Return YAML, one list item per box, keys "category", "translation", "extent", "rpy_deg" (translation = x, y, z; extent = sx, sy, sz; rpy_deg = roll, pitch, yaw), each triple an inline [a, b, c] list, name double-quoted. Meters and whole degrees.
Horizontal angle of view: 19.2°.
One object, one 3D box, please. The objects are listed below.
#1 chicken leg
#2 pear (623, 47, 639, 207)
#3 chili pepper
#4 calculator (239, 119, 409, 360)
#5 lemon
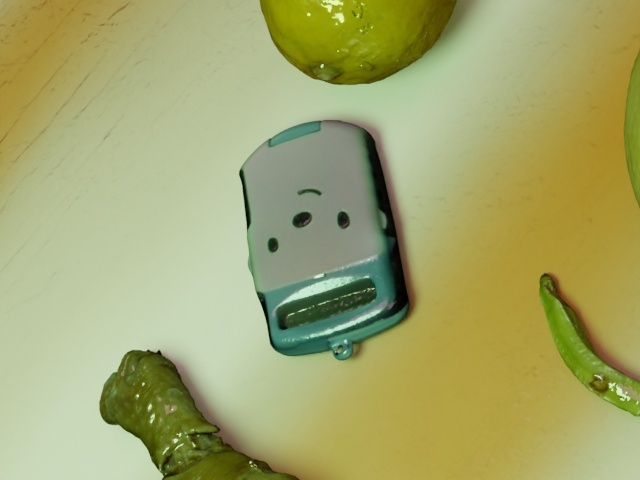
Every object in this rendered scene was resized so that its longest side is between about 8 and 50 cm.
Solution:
- category: "chicken leg"
  translation: [-0.128, 0.268, 2.004]
  extent: [0.201, 0.152, 0.429]
  rpy_deg: [-43, 51, 11]
- category: "pear"
  translation: [0.455, -0.103, 1.796]
  extent: [0.348, 0.348, 0.348]
  rpy_deg: [-9, 66, 20]
- category: "chili pepper"
  translation: [0.273, 0.115, 1.950]
  extent: [0.049, 0.043, 0.208]
  rpy_deg: [-49, 58, 13]
- category: "calculator"
  translation: [0.000, 0.000, 2.108]
  extent: [0.173, 0.051, 0.293]
  rpy_deg: [-18, 63, 14]
- category: "lemon"
  translation: [0.044, -0.301, 2.111]
  extent: [0.236, 0.236, 0.263]
  rpy_deg: [15, 92, 27]
